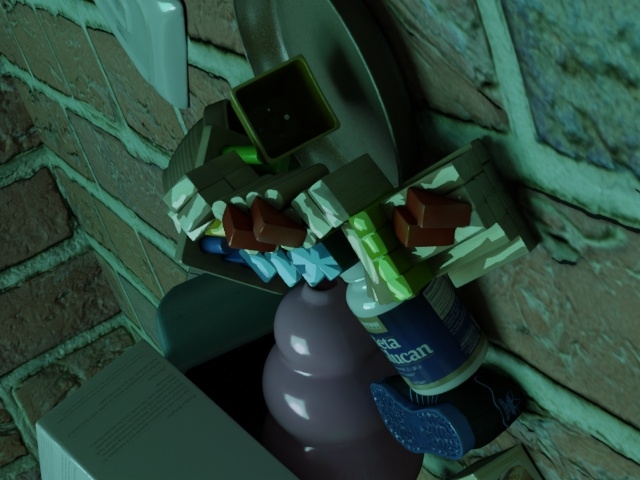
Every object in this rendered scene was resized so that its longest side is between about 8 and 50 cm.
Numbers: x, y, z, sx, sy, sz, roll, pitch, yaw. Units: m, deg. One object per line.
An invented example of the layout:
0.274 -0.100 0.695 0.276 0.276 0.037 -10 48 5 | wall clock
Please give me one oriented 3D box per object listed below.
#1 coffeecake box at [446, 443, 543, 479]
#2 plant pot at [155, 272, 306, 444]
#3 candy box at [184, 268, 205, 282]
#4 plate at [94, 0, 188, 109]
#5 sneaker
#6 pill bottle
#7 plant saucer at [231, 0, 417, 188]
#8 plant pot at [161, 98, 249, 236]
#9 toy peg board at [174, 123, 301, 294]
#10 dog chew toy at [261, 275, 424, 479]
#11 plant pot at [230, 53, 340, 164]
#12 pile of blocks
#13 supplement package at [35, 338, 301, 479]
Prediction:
0.219 0.325 1.321 0.185 0.068 0.142 58 162 9 | coffeecake box
-0.094 0.153 1.702 0.252 0.247 0.248 -127 17 -53 | plant pot
-0.176 0.061 1.896 0.053 0.187 0.109 13 153 4 | candy box
-0.277 -0.349 1.750 0.277 0.045 0.278 55 163 18 | plate
0.133 0.176 1.297 0.081 0.090 0.232 68 162 -10 | sneaker
0.084 0.063 1.196 0.169 0.094 0.094 53 167 -21 | pill bottle
0.009 -0.159 1.205 0.310 0.050 0.310 54 162 27 | plant saucer
-0.127 -0.050 1.528 0.237 0.110 0.237 -19 -90 -84 | plant pot
-0.063 -0.032 1.368 0.079 0.161 0.161 3 78 47 | toy peg board
0.021 0.185 1.482 0.206 0.206 0.332 42 146 48 | dog chew toy
-0.041 -0.122 1.196 0.081 0.081 0.083 62 168 -2 | plant pot
0.000 0.000 1.076 0.362 0.112 0.149 1 110 33 | pile of blocks
-0.179 0.301 1.471 0.293 0.177 0.175 40 147 19 | supplement package
